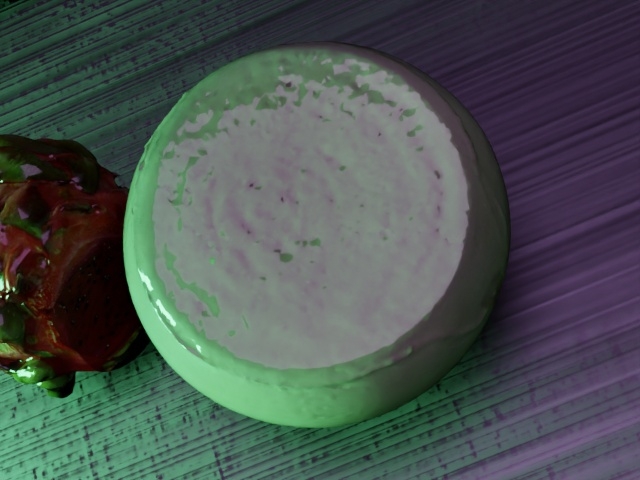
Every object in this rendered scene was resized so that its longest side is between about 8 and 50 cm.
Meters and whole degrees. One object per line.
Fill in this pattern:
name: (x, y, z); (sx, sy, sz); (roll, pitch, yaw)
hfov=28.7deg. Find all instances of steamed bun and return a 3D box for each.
steamed bun: (0.000, 0.000, 0.763); (0.231, 0.145, 0.232); (-2, 76, 9)

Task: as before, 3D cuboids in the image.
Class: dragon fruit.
dragon fruit: (-0.199, 0.015, 0.820); (0.172, 0.160, 0.167); (23, 110, 39)
